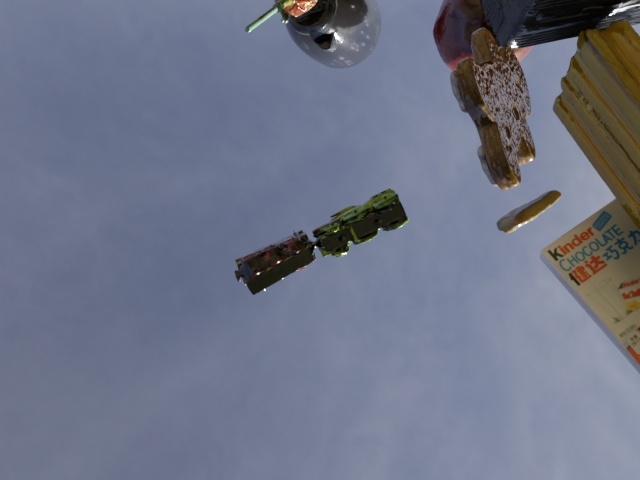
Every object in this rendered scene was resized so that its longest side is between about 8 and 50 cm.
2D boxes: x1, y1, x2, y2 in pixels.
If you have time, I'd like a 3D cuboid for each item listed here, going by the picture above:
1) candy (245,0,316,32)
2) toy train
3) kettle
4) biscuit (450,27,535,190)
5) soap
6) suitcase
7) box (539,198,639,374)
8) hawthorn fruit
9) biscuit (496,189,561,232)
[{"bbox_3d":[-0.071,-0.408,1.296,0.078,0.084,0.288,34,-145,-2],"label":"candy"},{"bbox_3d":[0.000,0.000,1.021,0.249,0.085,0.053,-24,-78,-4],"label":"toy train"},{"bbox_3d":[-0.002,-0.548,1.728,0.290,0.207,0.269,-15,-95,-70],"label":"kettle"},{"bbox_3d":[0.168,-0.130,0.709,0.138,0.031,0.205,63,-148,-18],"label":"biscuit"},{"bbox_3d":[0.507,-0.171,1.188,0.096,0.204,0.325,-21,-117,-8],"label":"soap"},{"bbox_3d":[0.425,-0.459,1.236,0.335,0.152,0.230,-14,-111,-12],"label":"suitcase"},{"bbox_3d":[0.565,0.045,1.275,0.273,0.048,0.265,-35,-116,-2],"label":"box"},{"bbox_3d":[0.325,-0.412,1.440,0.215,0.215,0.250,36,-172,-8],"label":"hawthorn fruit"},{"bbox_3d":[0.472,-0.053,1.790,0.174,0.183,0.039,-32,-93,-26],"label":"biscuit"}]
